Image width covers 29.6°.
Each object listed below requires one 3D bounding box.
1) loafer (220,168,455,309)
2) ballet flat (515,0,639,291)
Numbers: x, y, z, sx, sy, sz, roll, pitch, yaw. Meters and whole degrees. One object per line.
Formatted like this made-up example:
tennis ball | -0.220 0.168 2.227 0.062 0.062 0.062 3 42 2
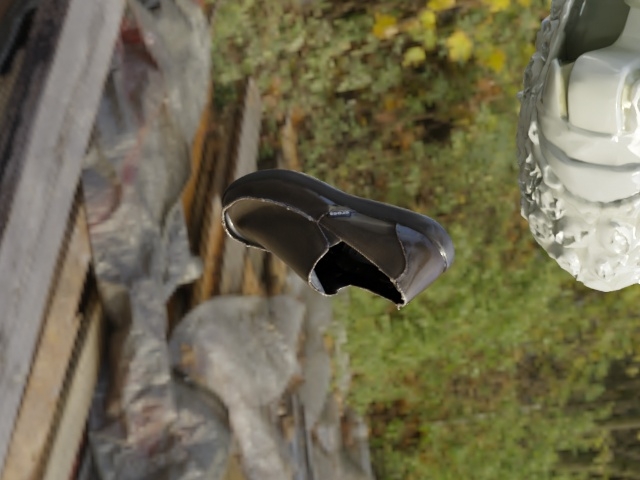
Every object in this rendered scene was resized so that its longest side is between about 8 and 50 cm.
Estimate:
loafer | 0.000 0.000 1.016 0.078 0.220 0.080 -56 144 -33
ballet flat | 0.205 -0.155 0.797 0.147 0.147 0.409 -48 151 -70
